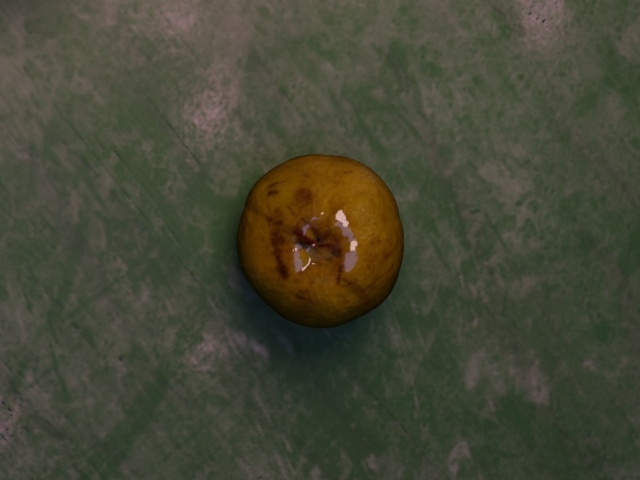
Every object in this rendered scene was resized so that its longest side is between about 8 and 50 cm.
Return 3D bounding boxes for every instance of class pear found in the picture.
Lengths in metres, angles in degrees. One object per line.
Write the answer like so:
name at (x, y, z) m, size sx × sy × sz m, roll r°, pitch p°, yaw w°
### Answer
pear at (0.000, 0.000, 1.610) m, size 0.148 × 0.162 × 0.149 m, roll -1°, pitch 97°, yaw -4°
